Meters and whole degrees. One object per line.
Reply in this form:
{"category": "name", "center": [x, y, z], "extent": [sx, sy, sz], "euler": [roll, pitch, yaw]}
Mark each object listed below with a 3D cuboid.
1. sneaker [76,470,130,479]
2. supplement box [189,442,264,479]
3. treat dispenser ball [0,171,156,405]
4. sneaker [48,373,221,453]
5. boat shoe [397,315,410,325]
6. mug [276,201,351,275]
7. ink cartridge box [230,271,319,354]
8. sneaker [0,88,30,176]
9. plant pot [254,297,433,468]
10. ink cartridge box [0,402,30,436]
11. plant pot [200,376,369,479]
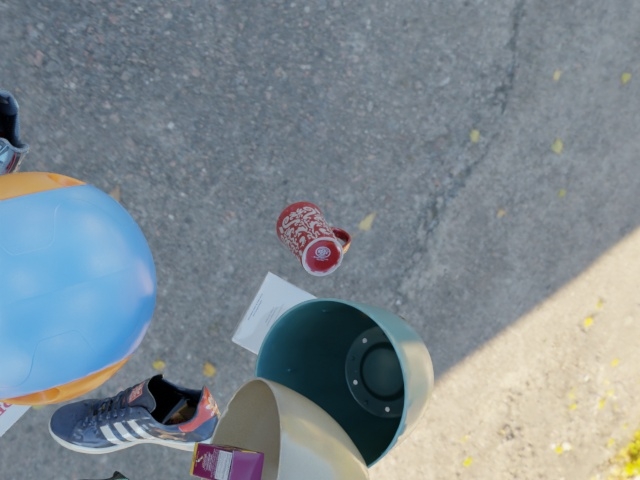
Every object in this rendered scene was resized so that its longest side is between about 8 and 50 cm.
{"category": "sneaker", "center": [-0.415, 0.466, 1.183], "extent": [0.267, 0.106, 0.101], "euler": [-7, 140, -47]}
{"category": "supplement box", "center": [-0.121, 0.288, 0.925], "extent": [0.055, 0.083, 0.043], "euler": [22, 71, -43]}
{"category": "treat dispenser ball", "center": [-0.351, 0.058, 0.892], "extent": [0.288, 0.288, 0.288], "euler": [-16, 121, -30]}
{"category": "sneaker", "center": [-0.374, 0.333, 1.428], "extent": [0.349, 0.131, 0.148], "euler": [-2, 130, -1]}
{"category": "boat shoe", "center": [0.143, 0.250, 1.688], "extent": [0.064, 0.060, 0.178], "euler": [38, 99, -14]}
{"category": "mug", "center": [-0.004, -0.008, 1.548], "extent": [0.150, 0.169, 0.113], "euler": [-20, 119, -9]}
{"category": "ink cartridge box", "center": [-0.058, 0.198, 1.581], "extent": [0.232, 0.171, 0.168], "euler": [29, 81, -5]}
{"category": "sneaker", "center": [-0.519, -0.207, 1.119], "extent": [0.125, 0.262, 0.104], "euler": [-36, 164, 26]}
{"category": "plant pot", "center": [0.067, 0.247, 1.280], "extent": [0.235, 0.293, 0.293], "euler": [6, 110, -60]}
{"category": "ink cartridge box", "center": [-0.683, 0.174, 1.326], "extent": [0.279, 0.160, 0.385], "euler": [-47, 114, -21]}
{"category": "plant pot", "center": [-0.040, 0.363, 1.054], "extent": [0.190, 0.284, 0.284], "euler": [19, 100, -23]}
